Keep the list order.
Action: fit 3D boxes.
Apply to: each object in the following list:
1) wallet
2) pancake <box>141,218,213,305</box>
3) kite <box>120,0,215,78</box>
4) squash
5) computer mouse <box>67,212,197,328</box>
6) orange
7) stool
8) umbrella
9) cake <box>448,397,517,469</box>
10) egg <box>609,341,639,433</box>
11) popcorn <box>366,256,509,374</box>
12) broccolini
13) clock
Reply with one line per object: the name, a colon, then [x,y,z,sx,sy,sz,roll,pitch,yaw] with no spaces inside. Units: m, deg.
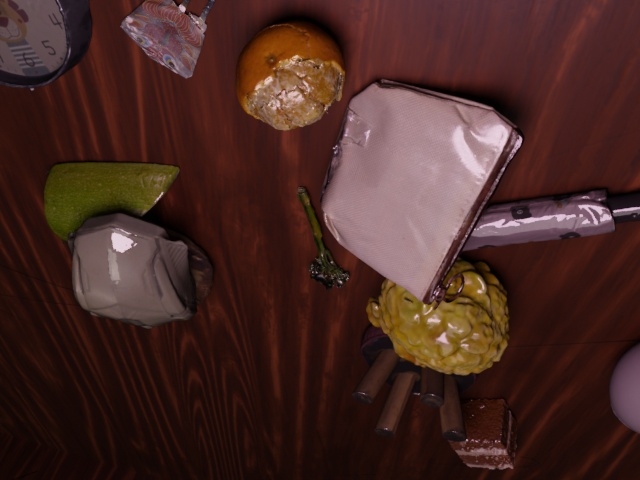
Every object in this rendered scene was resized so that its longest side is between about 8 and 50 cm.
wallet: [0.132,-0.074,0.888,0.275,0.068,0.335,29,125,16]
pancake: [-0.366,0.051,1.313,0.294,0.049,0.294,12,142,9]
kite: [-0.207,-0.336,0.851,0.127,0.016,0.229,30,139,-17]
squash: [-0.401,-0.049,1.172,0.289,0.111,0.203,5,139,14]
computer mouse: [-0.370,0.099,1.176,0.228,0.145,0.429,3,153,-2]
orange: [-0.038,-0.224,0.814,0.156,0.156,0.134,-7,175,27]
stool: [0.204,0.303,1.269,0.272,0.178,0.272,12,140,10]
umbrella: [0.336,-0.031,0.938,0.337,0.067,0.073,-8,144,26]
cake: [0.394,0.468,1.414,0.135,0.134,0.147,-8,126,31]
egg: [0.630,0.257,1.056,0.176,0.176,0.232,20,137,-1]
popcorn: [0.208,0.134,1.076,0.251,0.206,0.237,-8,148,44]
broccolini: [-0.004,-0.003,1.136,0.057,0.071,0.254,39,153,48]
clock: [-0.502,-0.372,0.890,0.312,0.061,0.312,11,139,10]
